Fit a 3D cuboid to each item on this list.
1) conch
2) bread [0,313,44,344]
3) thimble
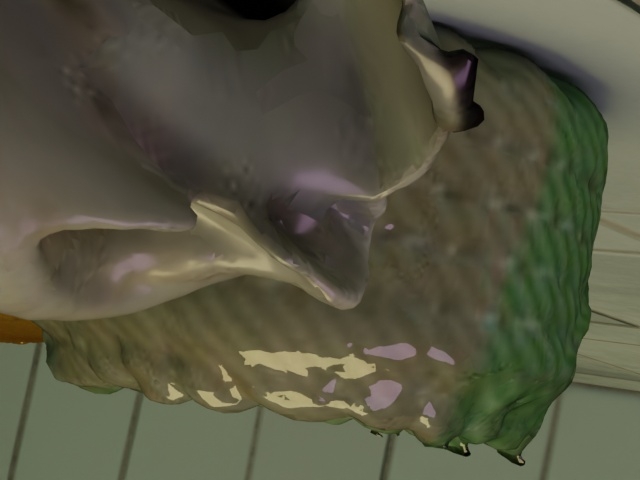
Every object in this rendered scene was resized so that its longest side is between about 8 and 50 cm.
[{"bbox_3d":[-0.111,-0.059,0.418,0.275,0.149,0.183,9,133,-32],"label":"conch"},{"bbox_3d":[-0.125,-0.004,1.005,0.294,0.132,0.167,15,166,-18],"label":"bread"},{"bbox_3d":[0.000,0.000,0.735,0.219,0.150,0.219,10,174,1],"label":"thimble"}]
